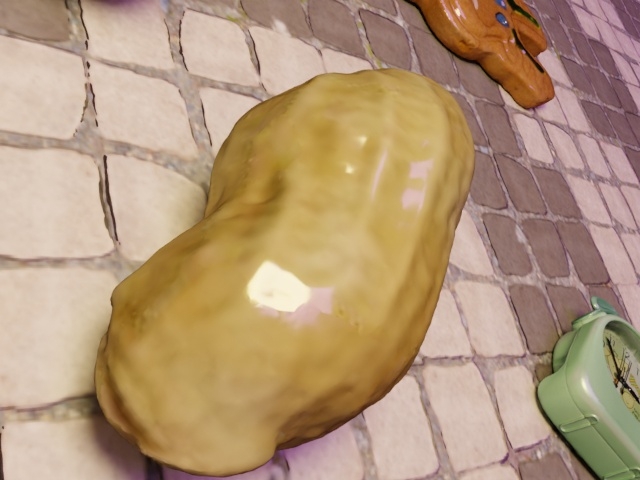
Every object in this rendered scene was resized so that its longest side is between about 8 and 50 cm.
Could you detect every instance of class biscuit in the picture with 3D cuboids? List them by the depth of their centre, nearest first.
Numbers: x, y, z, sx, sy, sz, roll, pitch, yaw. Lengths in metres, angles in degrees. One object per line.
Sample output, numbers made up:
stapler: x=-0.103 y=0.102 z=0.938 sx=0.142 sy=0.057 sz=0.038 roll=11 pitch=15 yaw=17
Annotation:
biscuit: x=0.201 y=-0.314 z=0.932 sx=0.334 sy=0.047 sz=0.202 roll=29 pitch=49 yaw=-28

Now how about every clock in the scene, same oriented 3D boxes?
clock: x=0.296 y=0.146 z=0.708 sx=0.148 sy=0.060 sz=0.188 roll=50 pitch=40 yaw=-5

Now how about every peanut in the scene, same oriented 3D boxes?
peanut: x=0.004 y=0.004 z=0.452 sx=0.174 sy=0.158 sz=0.340 roll=55 pitch=39 yaw=-34
